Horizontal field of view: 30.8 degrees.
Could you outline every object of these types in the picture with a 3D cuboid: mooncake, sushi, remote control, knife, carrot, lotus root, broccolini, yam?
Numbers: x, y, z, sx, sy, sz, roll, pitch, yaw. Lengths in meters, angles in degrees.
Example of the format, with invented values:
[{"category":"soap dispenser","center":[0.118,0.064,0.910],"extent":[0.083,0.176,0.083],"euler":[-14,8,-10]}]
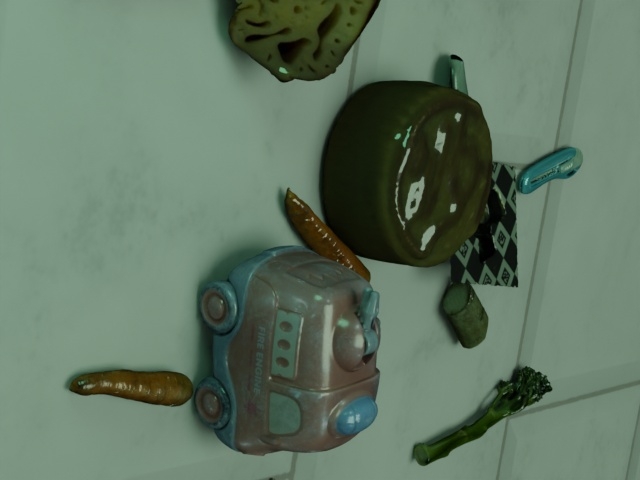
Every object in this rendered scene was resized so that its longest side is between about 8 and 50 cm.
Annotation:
[{"category":"mooncake","center":[0.140,-0.099,1.751],"extent":[0.284,0.155,0.285],"euler":[-20,117,-45]},{"category":"sushi","center":[0.265,-0.031,2.009],"extent":[0.231,0.047,0.220],"euler":[6,81,-52]},{"category":"remote control","center":[0.239,-0.177,1.894],"extent":[0.097,0.045,0.256],"euler":[-57,136,-71]},{"category":"knife","center":[0.444,-0.133,2.215],"extent":[0.222,0.031,0.064],"euler":[-24,123,-45]},{"category":"carrot","center":[0.000,0.000,1.694],"extent":[0.057,0.057,0.224],"euler":[-59,136,-20]},{"category":"carrot","center":[-0.234,0.185,1.463],"extent":[0.191,0.047,0.047],"euler":[13,91,-51]},{"category":"lotus root","center":[-0.022,-0.334,1.486],"extent":[0.199,0.188,0.180],"euler":[34,36,-14]},{"category":"broccolini","center":[0.304,0.321,2.175],"extent":[0.392,0.074,0.079],"euler":[-16,155,-47]},{"category":"yam","center":[0.261,0.135,2.045],"extent":[0.070,0.069,0.146],"euler":[-55,137,-24]}]

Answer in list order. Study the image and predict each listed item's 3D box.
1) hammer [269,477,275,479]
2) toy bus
[{"category":"hammer","center":[-0.045,0.390,1.793],"extent":[0.123,0.014,0.029],"euler":[41,61,-46]},{"category":"toy bus","center":[-0.023,0.160,1.566],"extent":[0.197,0.231,0.294],"euler":[-9,108,-50]}]
